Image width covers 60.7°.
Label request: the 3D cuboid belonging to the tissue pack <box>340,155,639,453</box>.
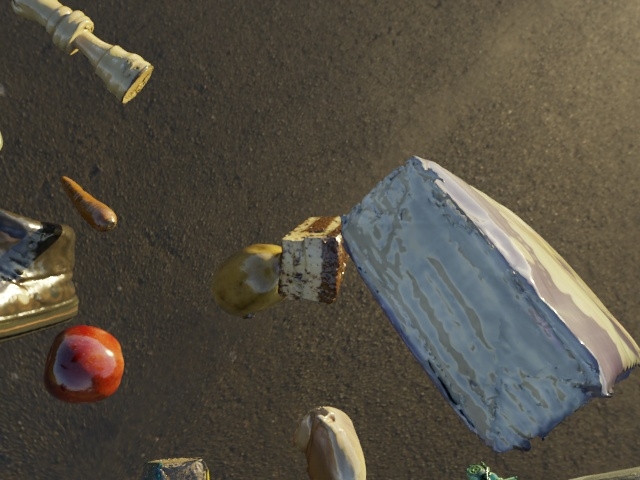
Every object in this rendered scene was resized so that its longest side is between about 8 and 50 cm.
[{"bbox_3d":[0.196,0.063,0.562,0.344,0.125,0.242,12,38,-54],"label":"tissue pack"}]

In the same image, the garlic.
[{"bbox_3d":[0.031,0.466,1.211,0.110,0.228,0.217,-10,48,-23],"label":"garlic"}]

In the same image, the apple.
[{"bbox_3d":[-0.678,0.357,1.562,0.201,0.218,0.218,10,62,-32],"label":"apple"}]

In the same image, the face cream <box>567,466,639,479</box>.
[{"bbox_3d":[0.431,0.366,0.772,0.107,0.269,0.073,-30,70,-24],"label":"face cream"}]

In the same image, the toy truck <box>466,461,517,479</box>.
[{"bbox_3d":[0.308,0.441,0.903,0.078,0.154,0.080,-19,106,-3],"label":"toy truck"}]

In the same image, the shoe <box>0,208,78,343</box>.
[{"bbox_3d":[-0.588,0.055,0.949,0.171,0.384,0.237,-1,93,20],"label":"shoe"}]

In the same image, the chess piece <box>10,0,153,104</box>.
[{"bbox_3d":[-0.280,-0.234,0.625,0.172,0.060,0.060,39,58,-14],"label":"chess piece"}]

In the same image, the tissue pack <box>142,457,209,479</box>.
[{"bbox_3d":[-0.377,0.662,1.404,0.134,0.271,0.192,3,70,-24],"label":"tissue pack"}]

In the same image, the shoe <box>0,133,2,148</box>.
[{"bbox_3d":[-0.741,-0.307,1.168,0.103,0.098,0.274,-11,61,-28],"label":"shoe"}]

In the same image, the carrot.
[{"bbox_3d":[-0.456,-0.076,1.052,0.048,0.048,0.216,-32,50,-31],"label":"carrot"}]

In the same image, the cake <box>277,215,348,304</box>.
[{"bbox_3d":[0.003,-0.010,1.025,0.112,0.135,0.246,9,42,10],"label":"cake"}]

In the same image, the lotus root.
[{"bbox_3d":[-0.142,0.087,1.339,0.183,0.310,0.182,22,56,-36],"label":"lotus root"}]
